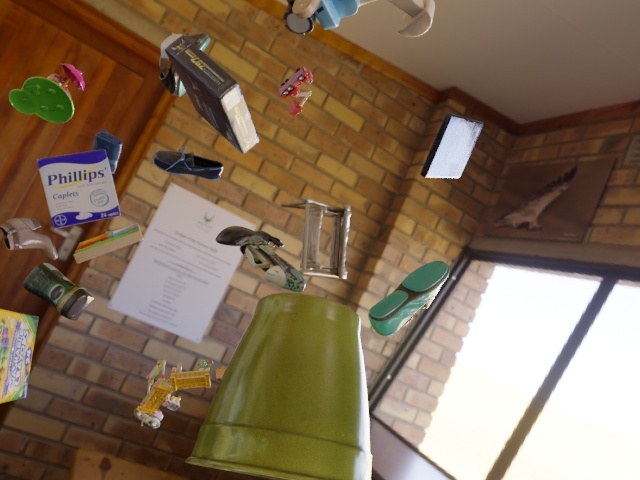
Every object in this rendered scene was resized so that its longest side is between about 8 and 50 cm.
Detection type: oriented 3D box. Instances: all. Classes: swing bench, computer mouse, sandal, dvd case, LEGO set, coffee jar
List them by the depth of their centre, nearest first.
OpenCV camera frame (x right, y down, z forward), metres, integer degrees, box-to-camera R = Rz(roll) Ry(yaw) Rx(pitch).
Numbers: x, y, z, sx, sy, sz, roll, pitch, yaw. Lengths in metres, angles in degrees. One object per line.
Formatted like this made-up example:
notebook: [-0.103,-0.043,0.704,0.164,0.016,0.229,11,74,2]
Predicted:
sandal: [-0.026,-0.652,1.210,0.088,0.239,0.079,2,-23,33]
LEGO set: [-0.356,0.353,1.279,0.132,0.287,0.107,52,10,-33]
dvd case: [0.381,-0.265,1.442,0.022,0.180,0.253,32,23,30]
coffee jar: [-0.755,0.150,1.458,0.185,0.096,0.079,32,-12,12]
swing bench: [0.000,0.000,1.724,0.255,0.253,0.165,7,-7,-37]
computer mouse: [-0.298,-0.022,2.053,0.272,0.072,0.189,1,12,-40]

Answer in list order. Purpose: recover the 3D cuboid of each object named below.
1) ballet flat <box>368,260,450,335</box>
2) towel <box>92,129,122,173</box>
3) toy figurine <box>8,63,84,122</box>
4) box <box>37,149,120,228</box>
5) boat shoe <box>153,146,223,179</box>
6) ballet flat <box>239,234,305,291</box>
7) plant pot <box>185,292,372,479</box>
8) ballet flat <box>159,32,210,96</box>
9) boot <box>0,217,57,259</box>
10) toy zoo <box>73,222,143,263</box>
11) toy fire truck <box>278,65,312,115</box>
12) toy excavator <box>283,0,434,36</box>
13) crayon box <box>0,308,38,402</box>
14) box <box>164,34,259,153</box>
ballet flat: [0.213,0.141,1.197,0.083,0.247,0.087,30,-35,47]
towel: [-0.549,-0.222,1.289,0.067,0.029,0.119,29,-47,-11]
toy figurine: [-0.711,-0.409,1.348,0.173,0.159,0.130,-2,-47,10]
box: [-0.480,-0.104,1.006,0.126,0.137,0.072,-14,10,-20]
boat shoe: [-0.495,-0.305,1.909,0.259,0.108,0.089,4,-29,-31]
ballet flat: [-0.116,0.061,1.143,0.188,0.070,0.070,39,0,28]
plant pot: [-0.051,0.310,1.055,0.367,0.352,0.366,9,-26,4]
ballet flat: [-0.374,-0.472,1.315,0.096,0.095,0.280,40,-29,-13]
boot: [-0.655,0.003,1.124,0.118,0.042,0.087,61,32,-4]
toy zoo: [-0.659,0.000,1.575,0.293,0.193,0.030,18,-52,66]
toy fire truck: [-0.084,-0.570,1.927,0.192,0.047,0.135,-33,-31,33]
toy excavator: [0.100,-0.809,1.617,0.446,0.222,0.433,-1,-29,30]
crayon box: [-0.731,0.256,1.112,0.083,0.202,0.323,5,-13,-10]
box: [-0.237,-0.319,1.133,0.183,0.059,0.232,44,-12,16]
